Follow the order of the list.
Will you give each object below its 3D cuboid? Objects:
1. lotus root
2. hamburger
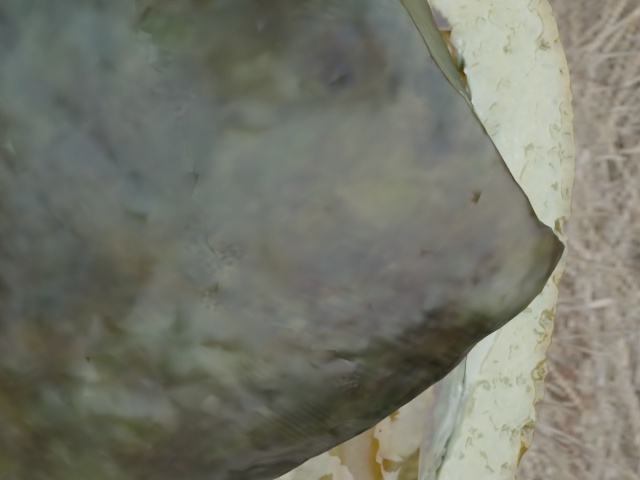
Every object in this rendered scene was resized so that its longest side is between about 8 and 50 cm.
[{"bbox_3d":[-0.097,-0.019,0.503,0.142,0.314,0.210,28,45,-47],"label":"lotus root"},{"bbox_3d":[-0.003,-0.001,0.794,0.162,0.209,0.330,1,106,-28],"label":"hamburger"}]
